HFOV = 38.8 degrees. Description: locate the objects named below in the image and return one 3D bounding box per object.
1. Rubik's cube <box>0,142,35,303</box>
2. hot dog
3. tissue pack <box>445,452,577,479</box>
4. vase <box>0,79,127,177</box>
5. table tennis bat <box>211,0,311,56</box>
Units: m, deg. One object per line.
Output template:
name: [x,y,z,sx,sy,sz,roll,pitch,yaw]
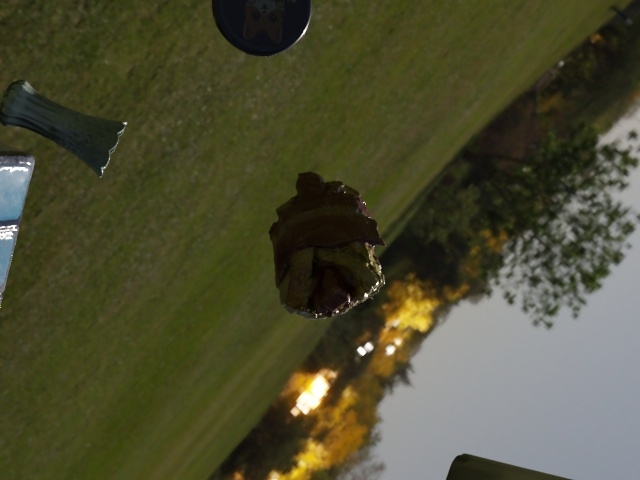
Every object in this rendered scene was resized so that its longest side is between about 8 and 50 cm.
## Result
Rubik's cube: [-0.592,-0.010,1.129,0.301,0.303,0.305,-15,121,-69]
hot dog: [0.000,0.000,1.122,0.146,0.213,0.103,-28,141,12]
tissue pack: [0.210,0.296,0.750,0.136,0.246,0.159,0,-117,57]
vase: [-0.330,-0.146,1.152,0.081,0.148,0.081,-57,-164,27]
table tennis bat: [-0.083,-0.393,1.351,0.027,0.150,0.236,-143,-121,-76]
